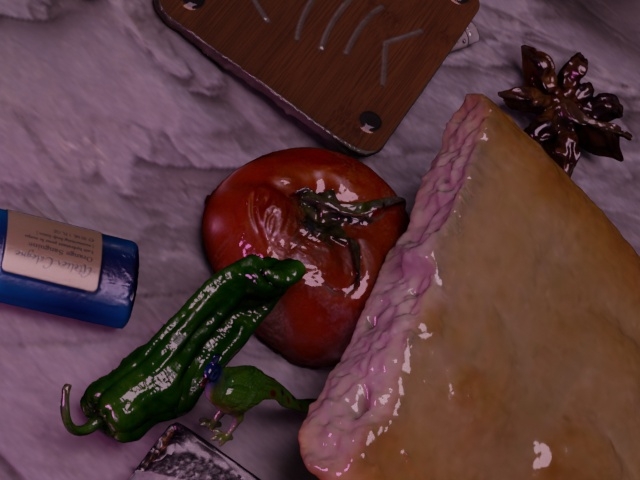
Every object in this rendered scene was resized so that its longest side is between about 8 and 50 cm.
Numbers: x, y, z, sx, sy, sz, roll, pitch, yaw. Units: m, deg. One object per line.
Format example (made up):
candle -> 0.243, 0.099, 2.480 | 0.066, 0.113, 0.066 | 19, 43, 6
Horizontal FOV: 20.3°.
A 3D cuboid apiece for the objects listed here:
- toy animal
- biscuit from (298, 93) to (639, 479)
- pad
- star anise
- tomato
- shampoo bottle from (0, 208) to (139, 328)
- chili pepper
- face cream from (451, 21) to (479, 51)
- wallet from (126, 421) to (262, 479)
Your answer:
toy animal -> -0.063, 0.151, 1.604 | 0.041, 0.075, 0.217 | 44, 7, 32
biscuit -> 0.203, 0.150, 1.686 | 0.446, 0.104, 0.429 | 46, 53, -17
pad -> 0.000, -0.250, 1.875 | 0.284, 0.018, 0.286 | 36, 54, -1
star anise -> 0.261, -0.142, 1.943 | 0.168, 0.057, 0.168 | 9, 56, -14
tomato -> 0.001, 0.000, 1.711 | 0.228, 0.101, 0.228 | 11, 59, -19
shampoo bottle -> -0.254, 0.020, 1.597 | 0.183, 0.050, 0.087 | 14, 63, -21
chili pepper -> -0.119, 0.096, 1.586 | 0.074, 0.100, 0.257 | 39, 69, 17
face cream -> 0.122, -0.211, 1.925 | 0.115, 0.020, 0.038 | -21, 76, -32
wallet -> -0.085, 0.313, 1.536 | 0.262, 0.071, 0.221 | 38, 59, -1
